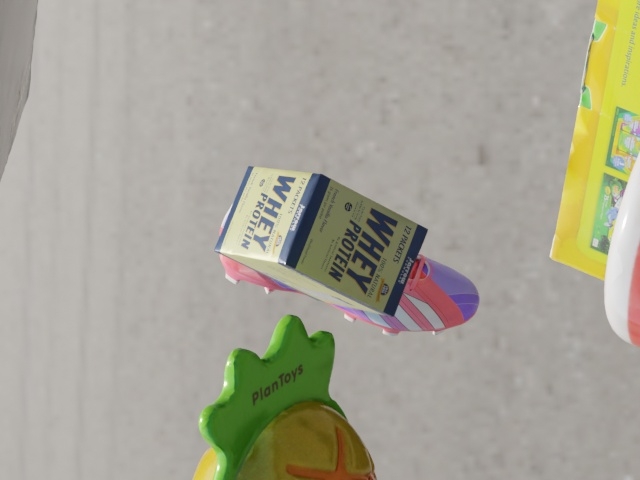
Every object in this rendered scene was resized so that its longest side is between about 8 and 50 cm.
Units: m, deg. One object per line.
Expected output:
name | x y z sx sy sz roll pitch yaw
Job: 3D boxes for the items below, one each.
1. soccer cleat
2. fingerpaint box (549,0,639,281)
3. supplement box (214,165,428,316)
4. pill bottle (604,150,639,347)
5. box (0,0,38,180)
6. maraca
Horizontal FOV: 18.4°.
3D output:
soccer cleat | 0.029 0.018 1.793 0.083 0.248 0.095 -78 3 -48
fingerpaint box | 0.435 -0.129 1.787 0.371 0.163 0.445 24 128 26
supplement box | 0.000 0.000 1.138 0.083 0.083 0.056 9 76 58
pill bottle | 0.394 0.026 1.328 0.363 0.210 0.210 19 115 22
box | -0.222 -0.158 0.911 0.343 0.179 0.312 -91 11 -65
maraca | -0.021 0.131 1.050 0.099 0.127 0.186 12 120 33
